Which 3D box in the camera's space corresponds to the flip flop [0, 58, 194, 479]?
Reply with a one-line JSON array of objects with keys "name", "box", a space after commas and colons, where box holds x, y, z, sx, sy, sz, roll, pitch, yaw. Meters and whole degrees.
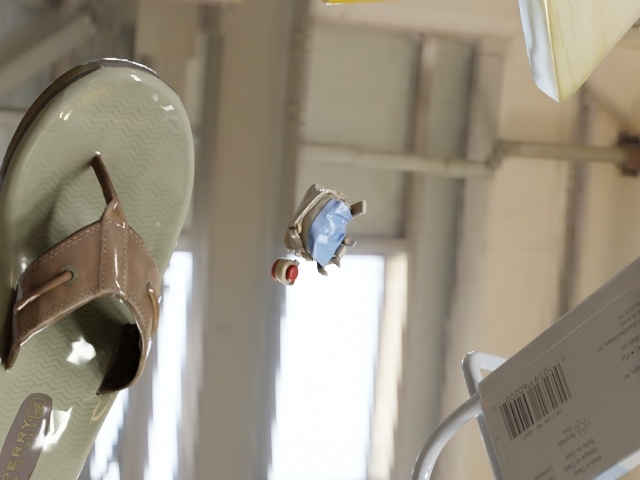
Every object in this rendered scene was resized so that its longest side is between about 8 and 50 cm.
[{"name": "flip flop", "box": [-0.129, 0.043, 0.989, 0.080, 0.112, 0.277, 26, -84, 54]}]

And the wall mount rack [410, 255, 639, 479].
[{"name": "wall mount rack", "box": [0.226, 0.146, 1.199, 0.350, 0.130, 0.304, -41, -133, 31]}]

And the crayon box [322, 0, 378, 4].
[{"name": "crayon box", "box": [0.071, -0.274, 1.333, 0.081, 0.318, 0.202, -44, -120, 50]}]

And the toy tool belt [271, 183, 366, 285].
[{"name": "toy tool belt", "box": [0.000, 0.000, 1.469, 0.051, 0.052, 0.083, 17, -106, 35]}]

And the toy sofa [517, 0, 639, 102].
[{"name": "toy sofa", "box": [0.013, -0.236, 0.692, 0.362, 0.150, 0.177, 41, -94, 15]}]

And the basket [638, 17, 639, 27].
[{"name": "basket", "box": [0.285, -0.207, 1.146, 0.204, 0.154, 0.227, 119, -4, -61]}]
